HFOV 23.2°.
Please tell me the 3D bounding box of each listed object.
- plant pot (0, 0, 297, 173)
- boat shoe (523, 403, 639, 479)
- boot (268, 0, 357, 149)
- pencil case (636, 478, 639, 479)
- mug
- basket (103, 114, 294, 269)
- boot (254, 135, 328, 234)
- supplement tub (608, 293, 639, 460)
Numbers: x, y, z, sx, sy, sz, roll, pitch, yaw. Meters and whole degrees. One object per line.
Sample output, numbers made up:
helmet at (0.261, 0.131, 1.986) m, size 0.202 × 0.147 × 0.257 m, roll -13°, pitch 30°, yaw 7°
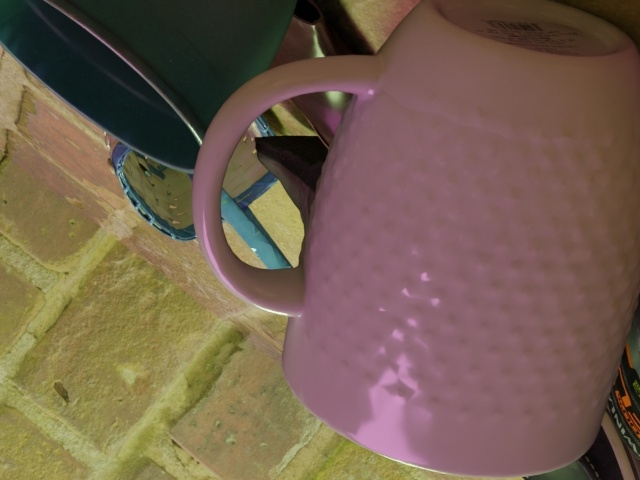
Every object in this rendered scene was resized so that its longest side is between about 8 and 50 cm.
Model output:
plant pot at (-0.133, -0.241, 1.365) m, size 0.272 × 0.255 × 0.271 m, roll 34°, pitch 166°, yaw 10°
boat shoe at (0.196, 0.175, 1.854) m, size 0.500 × 0.156 × 0.187 m, roll 52°, pitch 150°, yaw 19°
boot at (0.010, -0.169, 1.601) m, size 0.248 × 0.090 × 0.207 m, roll 36°, pitch 169°, yaw 19°
pencil case at (0.334, 0.234, 1.272) m, size 0.119 × 0.133 × 0.306 m, roll 40°, pitch 154°, yaw -5°
mug at (0.084, -0.027, 1.245) m, size 0.374 × 0.328 × 0.276 m, roll 6°, pitch -155°, yaw -11°
basket at (-0.146, -0.089, 1.981) m, size 0.289 × 0.201 × 0.255 m, roll 48°, pitch 176°, yaw 41°
boot at (0.000, 0.000, 1.826) m, size 0.118 × 0.222 × 0.338 m, roll -2°, pitch -166°, yaw -17°
supplement tub at (0.369, 0.110, 1.406) m, size 0.207 × 0.207 × 0.338 m, roll 33°, pitch 166°, yaw 15°
